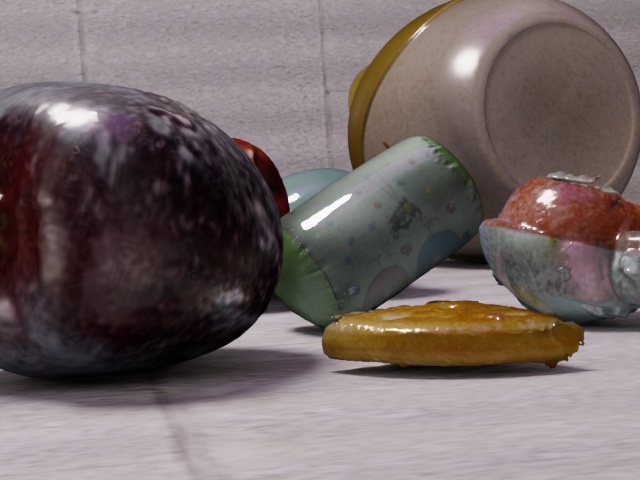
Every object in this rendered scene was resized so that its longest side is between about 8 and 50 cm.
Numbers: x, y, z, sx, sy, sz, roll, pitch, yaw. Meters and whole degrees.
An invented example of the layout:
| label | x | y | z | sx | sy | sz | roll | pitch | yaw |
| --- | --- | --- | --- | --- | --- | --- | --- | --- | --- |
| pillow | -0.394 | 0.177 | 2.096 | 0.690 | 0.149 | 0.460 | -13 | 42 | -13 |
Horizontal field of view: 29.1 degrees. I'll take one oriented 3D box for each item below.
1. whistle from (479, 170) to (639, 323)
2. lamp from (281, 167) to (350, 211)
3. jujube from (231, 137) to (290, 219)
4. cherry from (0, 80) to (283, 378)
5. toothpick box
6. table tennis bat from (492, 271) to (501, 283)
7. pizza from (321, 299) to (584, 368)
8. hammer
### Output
| label | x | y | z | sx | sy | sz | roll | pitch | yaw |
| --- | --- | --- | --- | --- | --- | --- | --- | --- | --- |
| whistle | 0.258 | 0.016 | 1.027 | 0.142 | 0.133 | 0.346 | 40 | -14 | -33 |
| lamp | -0.004 | -0.012 | 1.479 | 0.209 | 0.147 | 0.284 | -22 | 14 | -36 |
| jujube | -0.143 | -0.013 | 1.343 | 0.230 | 0.155 | 0.155 | -27 | 2 | 1 |
| cherry | -0.163 | -0.006 | 0.902 | 0.255 | 0.218 | 0.296 | 0 | -7 | 38 |
| toothpick box | 0.250 | -0.171 | 1.896 | 0.409 | 0.409 | 0.425 | -4 | -2 | -25 |
| table tennis bat | 0.317 | 0.032 | 1.539 | 0.149 | 0.038 | 0.237 | -2 | 6 | 45 |
| pizza | 0.090 | 0.068 | 0.874 | 0.178 | 0.041 | 0.131 | -3 | 5 | 3 |
| hammer | 0.021 | 0.012 | 1.230 | 0.206 | 0.119 | 0.335 | -32 | -1 | -18 |
